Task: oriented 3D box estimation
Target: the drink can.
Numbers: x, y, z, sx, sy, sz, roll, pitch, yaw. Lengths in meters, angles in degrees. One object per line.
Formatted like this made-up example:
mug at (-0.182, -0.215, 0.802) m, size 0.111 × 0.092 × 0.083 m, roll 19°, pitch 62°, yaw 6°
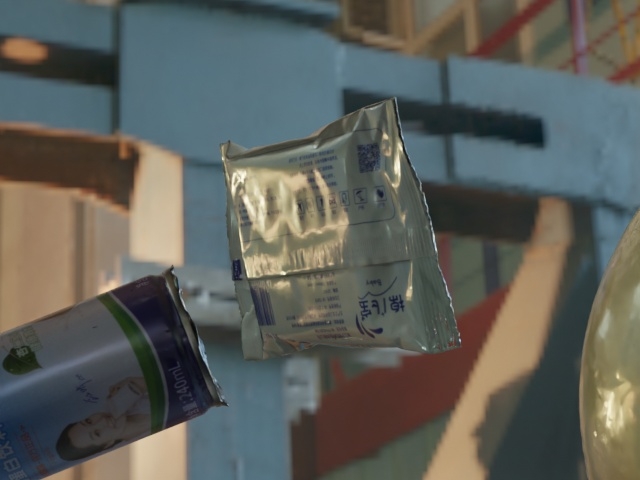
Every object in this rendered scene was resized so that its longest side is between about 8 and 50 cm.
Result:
drink can at (-0.182, 0.101, 1.068) m, size 0.235 × 0.097 × 0.097 m, roll -21°, pitch -20°, yaw -4°

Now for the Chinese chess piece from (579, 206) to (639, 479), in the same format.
Chinese chess piece at (0.220, 0.056, 0.649) m, size 0.249 × 0.250 × 0.103 m, roll 4°, pitch 12°, yaw -17°

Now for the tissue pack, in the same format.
tissue pack at (0.000, 0.000, 0.889) m, size 0.026 × 0.122 × 0.193 m, roll -9°, pitch 0°, yaw -31°
